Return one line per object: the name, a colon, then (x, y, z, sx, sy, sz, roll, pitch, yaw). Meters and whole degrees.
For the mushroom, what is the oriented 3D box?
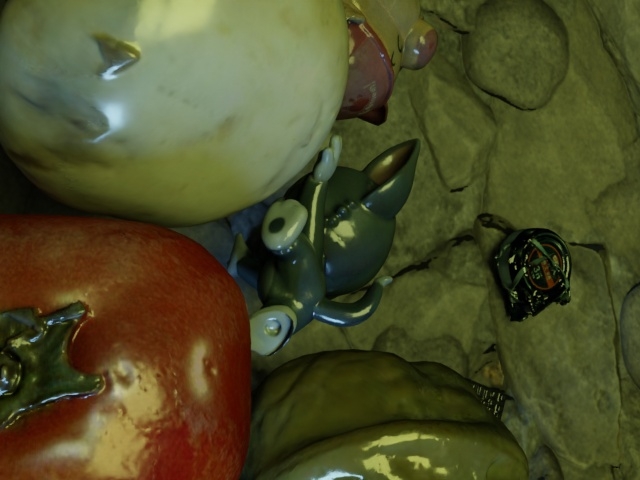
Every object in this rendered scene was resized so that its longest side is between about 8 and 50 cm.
mushroom: (-0.151, -0.184, 1.196, 0.314, 0.314, 0.336, -21, 53, -31)

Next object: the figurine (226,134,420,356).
figurine: (0.003, 0.003, 1.283, 0.140, 0.265, 0.193, 21, 117, -11)

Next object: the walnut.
walnut: (0.051, 0.241, 1.297, 0.277, 0.253, 0.282, 13, 74, -35)

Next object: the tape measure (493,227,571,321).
tape measure: (0.235, 0.033, 1.550, 0.091, 0.054, 0.094, -17, 99, -33)

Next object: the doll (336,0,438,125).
doll: (0.042, -0.226, 1.398, 0.196, 0.152, 0.256, 60, 41, -47)

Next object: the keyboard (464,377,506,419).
keyboard: (0.150, 0.251, 1.495, 0.061, 0.013, 0.204, 24, 72, -26)

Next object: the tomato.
tomato: (-0.216, 0.114, 1.125, 0.325, 0.290, 0.293, -6, 77, 5)
